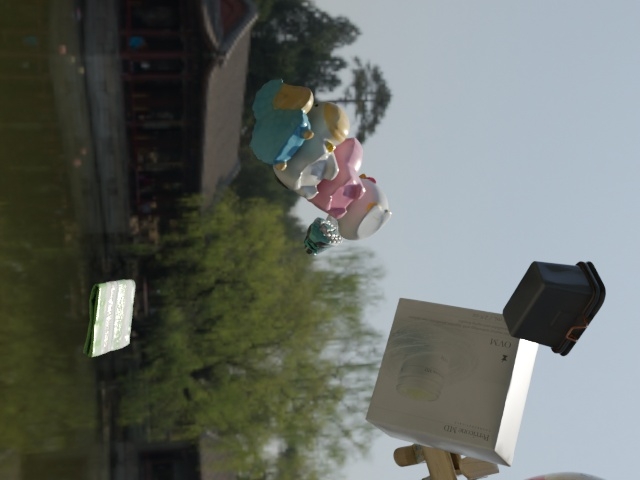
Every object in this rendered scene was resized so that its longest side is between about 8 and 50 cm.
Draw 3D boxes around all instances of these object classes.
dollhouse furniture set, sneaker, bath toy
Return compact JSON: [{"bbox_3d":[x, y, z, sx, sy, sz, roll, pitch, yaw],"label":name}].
[{"bbox_3d":[0.234,0.496,1.662,0.212,0.161,0.242,-44,-126,50],"label":"dollhouse furniture set"},{"bbox_3d":[0.000,0.000,1.524,0.065,0.076,0.166,48,13,7],"label":"sneaker"},{"bbox_3d":[0.010,-0.124,1.367,0.129,0.151,0.348,47,2,36],"label":"bath toy"}]

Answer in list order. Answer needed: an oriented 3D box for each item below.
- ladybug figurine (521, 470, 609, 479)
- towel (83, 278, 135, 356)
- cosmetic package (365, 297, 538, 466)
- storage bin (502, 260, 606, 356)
[{"bbox_3d":[0.326,0.545,1.389,0.162,0.449,0.305,45,11,-22],"label":"ladybug figurine"},{"bbox_3d":[-0.328,0.117,1.288,0.152,0.023,0.113,6,90,-82],"label":"towel"},{"bbox_3d":[0.224,0.235,1.397,0.138,0.224,0.224,44,58,-56],"label":"cosmetic package"},{"bbox_3d":[0.325,0.095,1.175,0.098,0.091,0.135,-98,-157,-50],"label":"storage bin"}]
